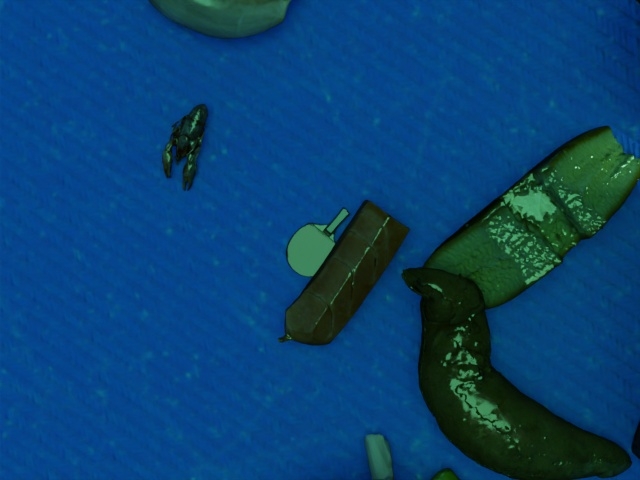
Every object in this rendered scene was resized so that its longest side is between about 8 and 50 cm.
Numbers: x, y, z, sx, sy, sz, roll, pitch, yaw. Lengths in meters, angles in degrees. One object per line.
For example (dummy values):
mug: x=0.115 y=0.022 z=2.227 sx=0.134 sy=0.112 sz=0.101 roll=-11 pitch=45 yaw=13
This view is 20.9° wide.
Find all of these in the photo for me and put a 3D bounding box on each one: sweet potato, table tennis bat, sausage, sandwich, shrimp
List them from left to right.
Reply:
shrimp: x=-0.141 y=-0.098 z=1.786 sx=0.038 sy=0.029 sz=0.092 roll=12 pitch=94 yaw=3
table tennis bat: x=0.000 y=0.000 z=1.786 sx=0.050 sy=0.007 sz=0.083 roll=42 pitch=94 yaw=3
sausage: x=0.021 y=0.042 z=1.757 sx=0.065 sy=0.065 sz=0.169 roll=35 pitch=92 yaw=3
sweet potato: x=0.170 y=0.152 z=1.732 sx=0.124 sy=0.098 sz=0.310 roll=-40 pitch=97 yaw=13
sandwich: x=0.218 y=-0.020 z=1.731 sx=0.244 sy=0.088 sz=0.090 roll=-40 pitch=91 yaw=2

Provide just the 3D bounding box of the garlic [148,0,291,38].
garlic: x=-0.096 y=-0.267 z=1.759 sx=0.198 sy=0.090 sz=0.128 roll=24 pitch=79 yaw=8

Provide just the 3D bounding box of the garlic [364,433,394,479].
garlic: x=0.055 y=0.290 z=1.710 sx=0.219 sy=0.218 sz=0.212 roll=13 pitch=56 yaw=4

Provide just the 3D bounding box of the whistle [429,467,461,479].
whistle: x=0.180 y=0.314 z=1.753 sx=0.104 sy=0.057 sz=0.198 roll=-42 pitch=80 yaw=-8

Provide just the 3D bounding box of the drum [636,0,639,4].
drum: x=0.500 y=-0.234 z=1.554 sx=0.431 sy=0.431 sz=0.214 roll=-25 pitch=89 yaw=3

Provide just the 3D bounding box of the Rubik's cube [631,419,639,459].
Rubik's cube: x=0.487 y=0.125 z=1.607 sx=0.301 sy=0.304 sz=0.305 roll=21 pitch=92 yaw=3
